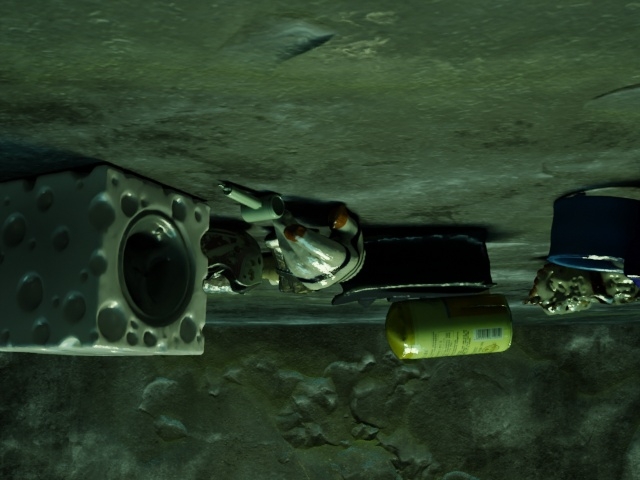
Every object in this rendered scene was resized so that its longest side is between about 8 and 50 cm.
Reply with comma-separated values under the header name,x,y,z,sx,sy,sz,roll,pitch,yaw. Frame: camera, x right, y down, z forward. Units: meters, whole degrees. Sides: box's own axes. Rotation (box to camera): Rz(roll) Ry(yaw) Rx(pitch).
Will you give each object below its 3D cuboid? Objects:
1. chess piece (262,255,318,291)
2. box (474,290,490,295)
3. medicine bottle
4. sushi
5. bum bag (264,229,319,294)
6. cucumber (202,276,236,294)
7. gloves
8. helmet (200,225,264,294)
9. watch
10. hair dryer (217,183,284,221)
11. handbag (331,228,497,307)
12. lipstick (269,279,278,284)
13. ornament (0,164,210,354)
name,x,y,z,sx,sy,sz,roll,pitch,yaw
chess piece,-0.094,0.066,1.579,0.200,0.090,0.090,2,170,26
box,0.378,0.150,1.927,0.177,0.111,0.111,4,168,-17
medicine bottle,0.245,0.166,1.387,0.238,0.124,0.124,-2,169,-6
sushi,0.626,0.096,1.596,0.331,0.130,0.124,-9,166,32
bum bag,-0.043,0.044,1.403,0.102,0.069,0.248,0,152,6
cucumber,-0.253,0.102,1.781,0.111,0.064,0.064,6,167,-17
gloves,-0.002,0.015,1.199,0.140,0.132,0.218,-8,173,22
helmet,-0.181,0.023,1.292,0.176,0.107,0.153,20,169,-4
watch,0.453,-0.001,1.103,0.200,0.171,0.196,4,162,43
hair dryer,-0.114,-0.060,1.060,0.063,0.038,0.124,-8,160,34
handbag,0.172,0.066,1.455,0.303,0.122,0.329,-3,169,-2
lipstick,-0.065,0.086,1.747,0.130,0.039,0.038,-7,167,32
ornament,-0.330,0.046,1.049,0.239,0.240,0.239,-5,167,25
